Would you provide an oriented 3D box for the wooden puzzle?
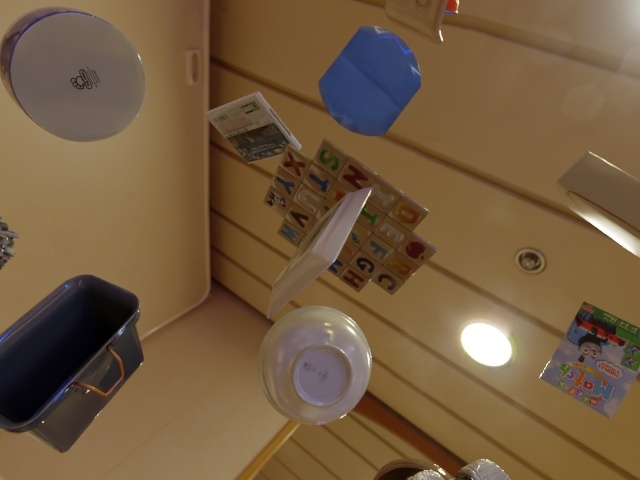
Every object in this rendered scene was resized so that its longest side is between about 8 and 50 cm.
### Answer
[{"bbox_3d":[0.240,-0.613,0.890,0.322,0.080,0.348,-107,-160,-54],"label":"wooden puzzle"}]

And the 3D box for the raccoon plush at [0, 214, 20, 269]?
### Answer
[{"bbox_3d":[-0.439,0.110,0.397,0.216,0.299,0.446,45,-44,17],"label":"raccoon plush"}]

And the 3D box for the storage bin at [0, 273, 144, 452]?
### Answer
[{"bbox_3d":[-0.215,0.115,0.383,0.098,0.135,0.091,19,-43,16],"label":"storage bin"}]

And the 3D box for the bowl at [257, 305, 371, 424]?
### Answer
[{"bbox_3d":[-0.003,0.311,1.043,0.298,0.297,0.134,57,-10,-1],"label":"bowl"}]

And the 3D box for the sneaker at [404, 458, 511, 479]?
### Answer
[{"bbox_3d":[0.198,0.516,0.770,0.210,0.365,0.137,-55,-134,23],"label":"sneaker"}]

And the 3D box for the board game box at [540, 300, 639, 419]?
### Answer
[{"bbox_3d":[0.638,0.272,1.000,0.160,0.039,0.212,29,-84,30],"label":"board game box"}]

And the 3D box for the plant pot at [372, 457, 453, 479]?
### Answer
[{"bbox_3d":[0.238,0.608,1.007,0.237,0.109,0.238,2,-86,26],"label":"plant pot"}]

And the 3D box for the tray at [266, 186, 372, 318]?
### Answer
[{"bbox_3d":[0.000,0.000,0.669,0.030,0.270,0.145,44,-59,-7],"label":"tray"}]

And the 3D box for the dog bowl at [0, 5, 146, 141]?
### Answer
[{"bbox_3d":[-0.524,-0.353,0.932,0.104,0.264,0.265,33,-46,39],"label":"dog bowl"}]

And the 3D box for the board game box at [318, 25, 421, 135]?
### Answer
[{"bbox_3d":[0.078,-0.249,0.695,0.133,0.169,0.033,37,-3,-12],"label":"board game box"}]

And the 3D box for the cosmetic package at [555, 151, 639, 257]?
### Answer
[{"bbox_3d":[0.740,-0.065,1.038,0.113,0.160,0.309,-47,-134,12],"label":"cosmetic package"}]

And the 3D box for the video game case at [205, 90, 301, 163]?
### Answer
[{"bbox_3d":[-0.166,-0.270,1.065,0.190,0.022,0.173,-4,-39,39],"label":"video game case"}]

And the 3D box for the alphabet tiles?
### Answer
[{"bbox_3d":[0.046,-0.033,0.864,0.342,0.011,0.285,36,-43,2],"label":"alphabet tiles"}]
